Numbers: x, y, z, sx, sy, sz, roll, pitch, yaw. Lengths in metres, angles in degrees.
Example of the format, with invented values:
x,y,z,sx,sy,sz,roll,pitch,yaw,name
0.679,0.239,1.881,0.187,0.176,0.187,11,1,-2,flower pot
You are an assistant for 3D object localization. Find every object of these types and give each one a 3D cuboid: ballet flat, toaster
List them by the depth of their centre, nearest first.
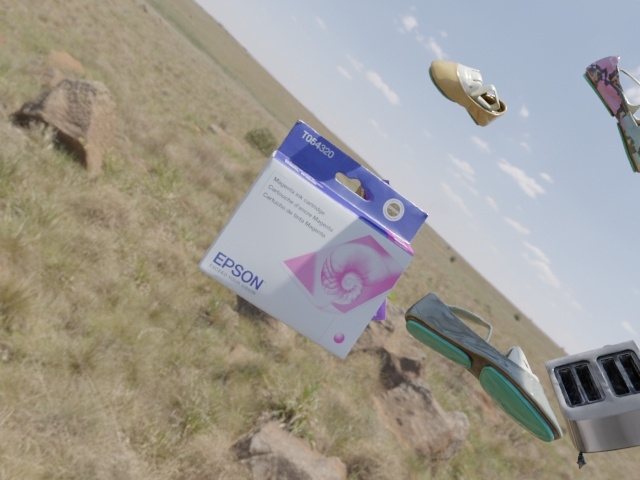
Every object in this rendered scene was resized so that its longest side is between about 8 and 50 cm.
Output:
x,y,z,sx,sy,sz,roll,pitch,yaw,name
0.194,0.133,0.585,0.213,0.068,0.072,38,-24,28,ballet flat
0.555,-0.229,0.904,0.221,0.079,0.077,61,34,-2,ballet flat
0.511,0.283,0.907,0.110,0.168,0.186,59,22,-28,toaster
0.297,-0.300,0.997,0.232,0.073,0.080,18,62,-47,ballet flat

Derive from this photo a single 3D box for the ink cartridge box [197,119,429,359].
x,y,z,sx,sy,sz,roll,pitch,yaw,name
0.000,0.000,0.935,0.324,0.330,0.071,34,0,-12,ink cartridge box

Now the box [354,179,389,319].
x,y,z,sx,sy,sz,roll,pitch,yaw,name
0.098,0.031,1.122,0.057,0.293,0.201,4,-11,-6,box
